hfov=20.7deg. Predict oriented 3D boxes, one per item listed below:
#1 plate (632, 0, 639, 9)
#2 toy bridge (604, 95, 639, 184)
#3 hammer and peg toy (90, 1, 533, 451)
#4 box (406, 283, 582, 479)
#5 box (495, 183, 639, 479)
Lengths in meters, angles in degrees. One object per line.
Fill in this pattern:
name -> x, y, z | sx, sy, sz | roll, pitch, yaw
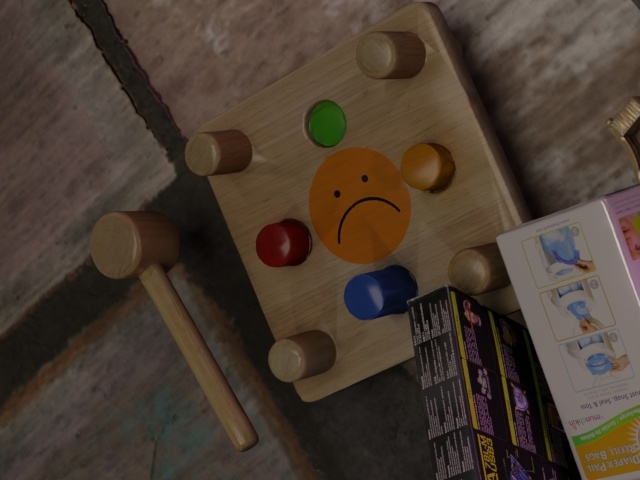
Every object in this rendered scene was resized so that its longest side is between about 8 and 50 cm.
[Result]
plate -> 0.292, -0.256, 1.179 | 0.045, 0.278, 0.277 | 24, 113, -18
toy bridge -> 0.281, -0.028, 1.321 | 0.188, 0.026, 0.063 | 47, 117, 21
hammer and peg toy -> 0.000, 0.000, 1.441 | 0.361, 0.127, 0.266 | -28, 81, 31
box -> 0.142, 0.148, 1.296 | 0.045, 0.184, 0.191 | -27, 57, 31
box -> 0.230, 0.067, 1.292 | 0.103, 0.114, 0.203 | -21, 88, 42
